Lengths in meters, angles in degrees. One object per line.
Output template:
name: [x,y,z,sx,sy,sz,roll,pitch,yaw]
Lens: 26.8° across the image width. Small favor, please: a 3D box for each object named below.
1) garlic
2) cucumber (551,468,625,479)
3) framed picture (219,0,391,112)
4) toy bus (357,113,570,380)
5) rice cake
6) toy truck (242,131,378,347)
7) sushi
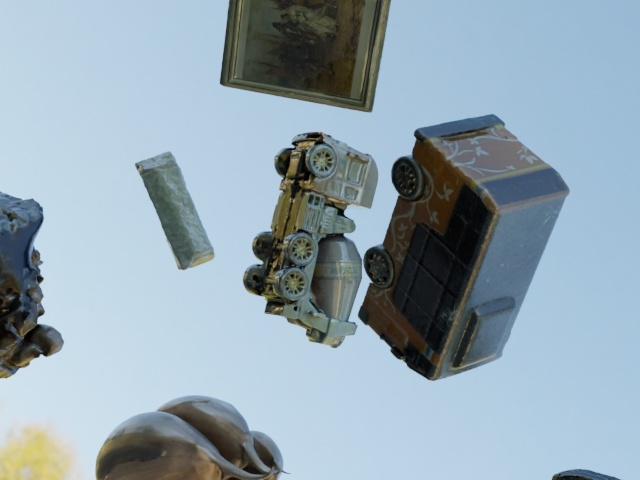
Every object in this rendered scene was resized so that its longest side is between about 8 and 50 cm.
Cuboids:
garlic: [-0.175,0.326,1.842,0.237,0.210,0.292,49,-51,7]
cucumber: [0.464,0.390,1.940,0.265,0.077,0.077,16,-42,17]
framed picture: [-0.016,-0.302,1.736,0.217,0.017,0.274,9,-59,4]
toy bus: [0.185,0.015,1.795,0.194,0.162,0.323,45,-46,35]
rice cake: [-0.225,-0.044,2.108,0.063,0.069,0.206,92,-27,-70]
toy truck: [0.000,0.000,1.712,0.140,0.256,0.108,17,-7,-27]
sushi: [-0.391,0.056,1.375,0.238,0.225,0.218,-126,-147,-55]
